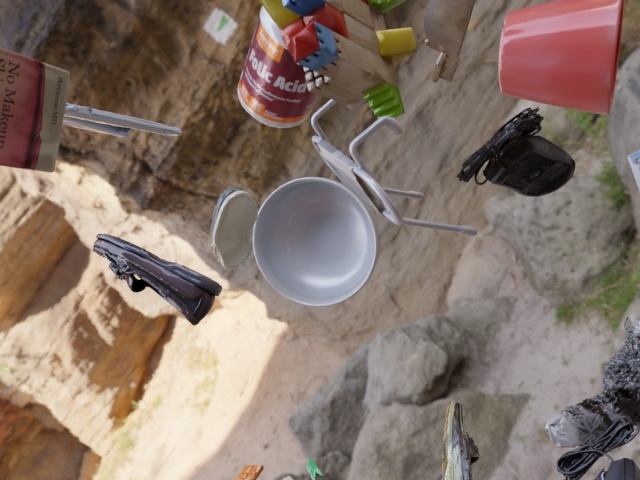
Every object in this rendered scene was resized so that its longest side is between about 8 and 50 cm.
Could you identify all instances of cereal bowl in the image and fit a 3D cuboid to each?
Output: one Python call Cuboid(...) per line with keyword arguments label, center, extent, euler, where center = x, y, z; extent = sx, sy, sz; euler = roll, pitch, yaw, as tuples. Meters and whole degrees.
Cuboid(label="cereal bowl", center=(0.000, 0.000, 1.615), extent=(0.339, 0.339, 0.141), euler=(-47, -9, 15))

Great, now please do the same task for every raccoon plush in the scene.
Cuboid(label="raccoon plush", center=(0.695, 0.298, 1.426), extent=(0.447, 0.215, 0.299), euler=(-12, 4, 2))

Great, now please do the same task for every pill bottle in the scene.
Cuboid(label="pill bottle", center=(-0.069, -0.500, 1.587), extent=(0.224, 0.224, 0.392), euler=(-63, 3, -37))

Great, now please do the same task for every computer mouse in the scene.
Cuboid(label="computer mouse", center=(0.405, 0.393, 0.904), extent=(0.184, 0.060, 0.262), euler=(-56, 7, 37))
Cuboid(label="computer mouse", center=(0.394, -0.163, 1.181), extent=(0.188, 0.272, 0.072), euler=(-42, 51, 32))

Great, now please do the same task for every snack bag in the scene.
Cuboid(label="snack bag", center=(-0.486, -0.238, 1.178), extent=(0.323, 0.343, 0.037), euler=(-2, -78, -64))

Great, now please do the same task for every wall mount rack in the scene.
Cuboid(label="wall mount rack", center=(0.125, -0.116, 1.127), extent=(0.130, 0.304, 0.350), euler=(-39, 31, 0))

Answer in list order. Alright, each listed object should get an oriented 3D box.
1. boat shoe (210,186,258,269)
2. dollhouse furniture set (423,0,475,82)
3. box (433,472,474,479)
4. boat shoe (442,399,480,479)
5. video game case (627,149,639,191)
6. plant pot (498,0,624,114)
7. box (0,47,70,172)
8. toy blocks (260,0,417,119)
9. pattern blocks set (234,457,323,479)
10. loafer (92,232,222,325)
Cuboid(label="boat shoe", center=(-0.220, -0.040, 1.429), extent=(0.116, 0.099, 0.319), euler=(-30, -21, -21))
Cuboid(label="dollhouse furniture set", center=(0.197, -0.489, 0.953), extent=(0.355, 0.174, 0.303), euler=(88, -155, -68))
Cuboid(label="box", center=(0.258, 0.584, 1.288), extent=(0.156, 0.093, 0.158), euler=(-47, -6, 19))
Cuboid(label="boat shoe", center=(0.284, 0.433, 1.225), extent=(0.080, 0.074, 0.223), euler=(81, -164, -48))
Cuboid(label="video game case", center=(0.916, -0.116, 1.433), extent=(0.300, 0.036, 0.328), euler=(-34, 64, 55))
Cuboid(label="plant pot", center=(0.554, -0.433, 1.404), extent=(0.243, 0.274, 0.274), euler=(8, 50, 27))
Cuboid(label="box", center=(-0.452, -0.175, 0.756), extent=(0.232, 0.127, 0.148), euler=(-1, -78, -68))
Cuboid(label="toy blocks", center=(-0.002, -0.397, 1.013), extent=(0.191, 0.380, 0.261), euler=(-18, -13, 34))
Cuboid(label="pattern blocks set", center=(-0.118, 0.620, 1.362), extent=(0.325, 0.026, 0.285), euler=(-30, 43, -24))
Cuboid(label="loafer", center=(-0.337, 0.071, 1.185), extent=(0.095, 0.303, 0.109), euler=(-65, -22, -12))
